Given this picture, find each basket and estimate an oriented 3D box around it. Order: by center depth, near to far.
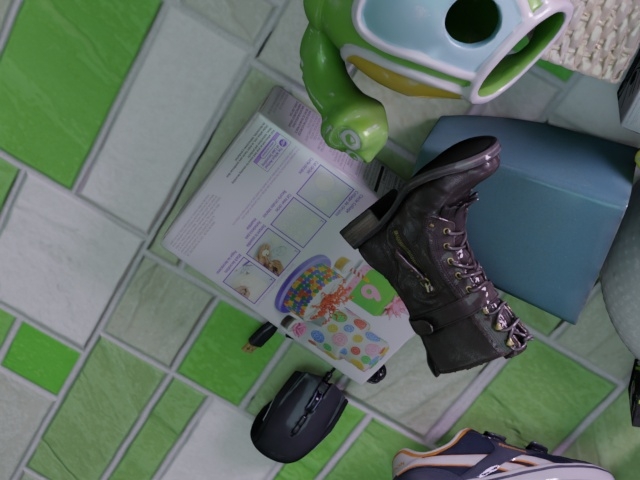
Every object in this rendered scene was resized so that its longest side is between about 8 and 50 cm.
[{"bbox_3d":[0.297,-0.265,1.136,0.113,0.103,0.167,19,121,0],"label":"basket"}]

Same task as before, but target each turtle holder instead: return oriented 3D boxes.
[{"bbox_3d":[0.101,-0.240,1.073,0.320,0.243,0.227,-41,77,-1],"label":"turtle holder"}]

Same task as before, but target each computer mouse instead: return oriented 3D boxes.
[{"bbox_3d":[-0.049,0.219,1.514,0.184,0.060,0.262,36,120,-10],"label":"computer mouse"}]

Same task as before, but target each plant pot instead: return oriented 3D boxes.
[{"bbox_3d":[0.223,-0.045,1.249,0.234,0.166,0.165,20,122,9],"label":"plant pot"}]

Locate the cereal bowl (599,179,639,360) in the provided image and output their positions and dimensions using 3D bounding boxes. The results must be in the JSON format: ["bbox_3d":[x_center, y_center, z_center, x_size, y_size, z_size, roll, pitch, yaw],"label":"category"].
[{"bbox_3d":[0.501,0.055,1.256,0.339,0.141,0.339,5,119,10],"label":"cereal bowl"}]

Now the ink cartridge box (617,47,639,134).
[{"bbox_3d":[0.385,-0.221,1.147,0.046,0.097,0.207,21,122,0],"label":"ink cartridge box"}]

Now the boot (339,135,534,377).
[{"bbox_3d":[0.160,0.026,1.177,0.229,0.091,0.263,53,138,-1],"label":"boot"}]

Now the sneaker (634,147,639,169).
[{"bbox_3d":[0.383,-0.004,1.161,0.094,0.081,0.208,-31,73,30],"label":"sneaker"}]

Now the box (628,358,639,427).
[{"bbox_3d":[0.435,0.200,1.385,0.062,0.083,0.052,7,121,9],"label":"box"}]

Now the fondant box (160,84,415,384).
[{"bbox_3d":[0.000,0.000,1.358,0.330,0.096,0.238,37,120,-9],"label":"fondant box"}]

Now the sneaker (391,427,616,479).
[{"bbox_3d":[0.253,0.325,1.485,0.321,0.127,0.126,1,129,-17],"label":"sneaker"}]
